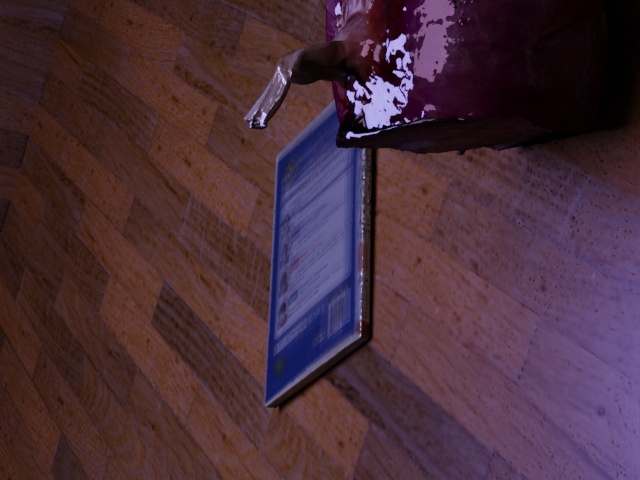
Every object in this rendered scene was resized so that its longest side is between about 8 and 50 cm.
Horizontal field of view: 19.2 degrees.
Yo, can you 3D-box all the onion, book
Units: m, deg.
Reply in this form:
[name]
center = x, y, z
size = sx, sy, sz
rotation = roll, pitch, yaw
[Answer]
[onion]
center = 0.120, -0.188, 1.600
size = 0.256, 0.272, 0.230
rotation = -4, 79, 33
[book]
center = 0.000, 0.000, 2.057
size = 0.228, 0.018, 0.322
rotation = -40, 41, 53
